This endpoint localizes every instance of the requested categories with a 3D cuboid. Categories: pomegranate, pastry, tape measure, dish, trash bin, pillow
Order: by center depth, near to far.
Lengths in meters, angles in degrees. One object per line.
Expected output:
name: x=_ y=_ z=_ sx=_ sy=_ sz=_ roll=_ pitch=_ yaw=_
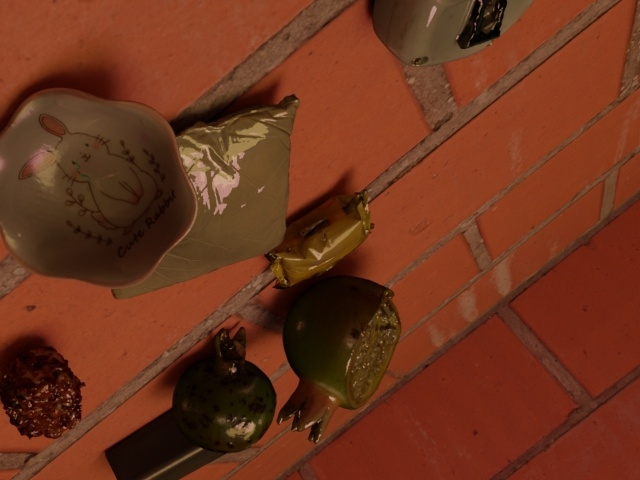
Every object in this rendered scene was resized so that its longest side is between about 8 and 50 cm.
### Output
dish: x=-0.245 y=-0.062 z=0.771 sx=0.229 sy=0.081 sz=0.229 roll=-2 pitch=114 yaw=-5
tape measure: x=0.194 y=-0.336 z=0.880 sx=0.243 sy=0.125 sz=0.246 roll=-26 pitch=153 yaw=-23
pillow: x=-0.163 y=-0.055 z=0.956 sx=0.281 sy=0.076 sz=0.274 roll=-22 pitch=143 yaw=-24
pastry: x=-0.423 y=0.230 z=1.075 sx=0.115 sy=0.097 sz=0.208 roll=-19 pitch=152 yaw=-27
pomegranate: x=-0.191 y=0.306 z=1.426 sx=0.211 sy=0.211 sz=0.263 roll=-13 pitch=122 yaw=-42
pomegranate: x=0.011 y=0.230 z=1.480 sx=0.358 sy=0.216 sz=0.309 roll=-54 pitch=156 yaw=-17
trash bin: x=-0.341 y=0.475 z=1.600 sx=0.240 sy=0.122 sz=0.164 roll=-29 pitch=155 yaw=-13

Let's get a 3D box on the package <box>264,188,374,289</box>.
package: x=0.000 y=0.000 z=1.254 sx=0.226 sy=0.090 sz=0.168 roll=-31 pitch=158 yaw=-9
